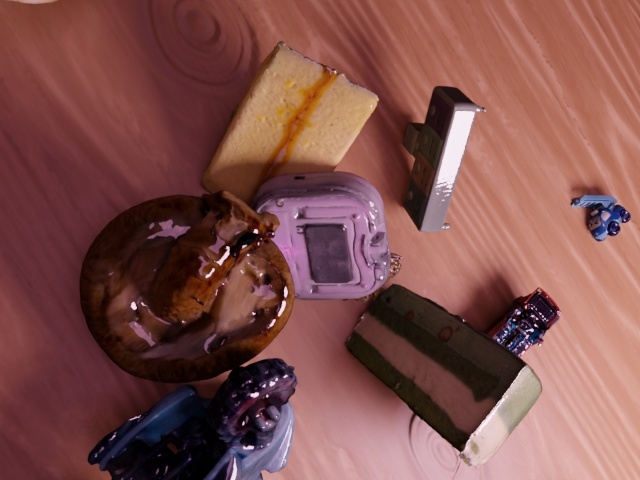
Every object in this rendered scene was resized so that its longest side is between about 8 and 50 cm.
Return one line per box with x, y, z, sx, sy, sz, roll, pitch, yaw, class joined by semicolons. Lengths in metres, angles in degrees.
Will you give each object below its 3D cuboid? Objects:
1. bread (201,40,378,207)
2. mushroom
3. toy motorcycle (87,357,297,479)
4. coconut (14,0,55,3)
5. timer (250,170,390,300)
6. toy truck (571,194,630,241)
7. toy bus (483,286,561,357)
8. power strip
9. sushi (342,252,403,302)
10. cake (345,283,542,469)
-0.053;-0.131;1.014;0.167;0.264;0.163;26;77;-9;bread
-0.164;0.051;0.976;0.263;0.283;0.195;45;31;-7;mushroom
-0.180;0.318;0.981;0.416;0.232;0.172;-42;65;-5;toy motorcycle
-0.414;-0.443;0.913;0.328;0.329;0.329;1;86;-18;coconut
0.000;0.000;1.051;0.190;0.069;0.209;-3;127;12;timer
0.493;-0.049;1.302;0.090;0.056;0.073;45;70;3;toy truck
0.283;0.174;1.189;0.235;0.096;0.074;-40;92;-16;toy bus
0.179;-0.138;1.152;0.061;0.145;0.216;2;122;-18;power strip
0.077;0.057;1.148;0.061;0.060;0.118;44;77;-15;sushi
0.187;0.204;1.111;0.158;0.283;0.172;-50;134;-5;cake
